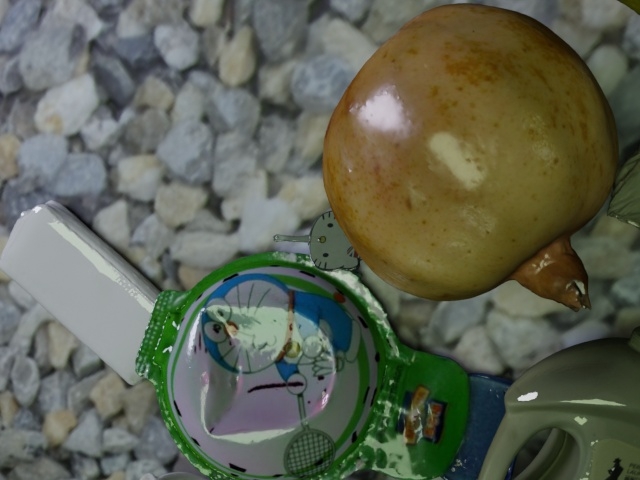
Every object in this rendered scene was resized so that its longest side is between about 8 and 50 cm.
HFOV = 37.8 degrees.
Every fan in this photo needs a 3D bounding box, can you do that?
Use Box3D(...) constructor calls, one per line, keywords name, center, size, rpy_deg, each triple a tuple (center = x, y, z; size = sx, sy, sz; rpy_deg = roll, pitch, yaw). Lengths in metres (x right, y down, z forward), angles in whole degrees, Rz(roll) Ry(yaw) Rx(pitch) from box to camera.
Box3D(name="fan", center=(0.000, 0.000, 0.776), size=(0.083, 0.004, 0.056), rpy_deg=(1, 65, 14))

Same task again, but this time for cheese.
Box3D(name="cheese", center=(0.008, 0.118, 0.762), size=(0.320, 0.083, 0.204), rpy_deg=(16, 79, 6))

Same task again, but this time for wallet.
Box3D(name="wallet", center=(-0.214, 0.046, 0.866), size=(0.190, 0.033, 0.095), rpy_deg=(42, 111, 6))

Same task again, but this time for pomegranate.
Box3D(name="pomegranate", center=(0.101, -0.060, 0.649), size=(0.207, 0.207, 0.207), rpy_deg=(5, 104, 19))

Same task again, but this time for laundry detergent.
Box3D(name="laundry detergent", center=(0.213, 0.168, 0.695), size=(0.181, 0.091, 0.254), rpy_deg=(15, 106, -2))

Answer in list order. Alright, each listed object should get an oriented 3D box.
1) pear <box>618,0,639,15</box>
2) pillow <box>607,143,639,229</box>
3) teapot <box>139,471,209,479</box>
Box3D(name="pear", center=(0.308, -0.250, 0.459), size=(0.413, 0.352, 0.352), rpy_deg=(-6, 100, 11))
Box3D(name="pillow", center=(0.307, -0.020, 0.652), size=(0.208, 0.053, 0.119), rpy_deg=(33, 113, 7))
Box3D(name="teapot", center=(-0.070, 0.300, 0.761), size=(0.299, 0.165, 0.208), rpy_deg=(45, 123, 52))
